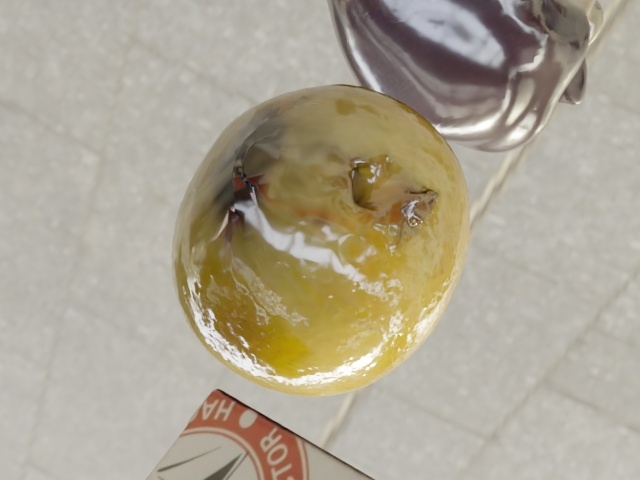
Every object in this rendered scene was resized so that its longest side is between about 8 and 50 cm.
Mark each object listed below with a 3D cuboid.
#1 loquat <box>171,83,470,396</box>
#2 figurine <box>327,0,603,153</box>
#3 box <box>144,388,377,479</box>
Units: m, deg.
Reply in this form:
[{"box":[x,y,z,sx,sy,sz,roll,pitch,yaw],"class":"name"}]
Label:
[{"box":[0.000,0.000,0.847,0.137,0.163,0.163,11,155,-22],"class":"loquat"},{"box":[0.151,-0.227,1.287,0.218,0.206,0.365,10,133,-46],"class":"figurine"},{"box":[0.006,0.208,0.667,0.353,0.214,0.069,23,160,51],"class":"box"}]
